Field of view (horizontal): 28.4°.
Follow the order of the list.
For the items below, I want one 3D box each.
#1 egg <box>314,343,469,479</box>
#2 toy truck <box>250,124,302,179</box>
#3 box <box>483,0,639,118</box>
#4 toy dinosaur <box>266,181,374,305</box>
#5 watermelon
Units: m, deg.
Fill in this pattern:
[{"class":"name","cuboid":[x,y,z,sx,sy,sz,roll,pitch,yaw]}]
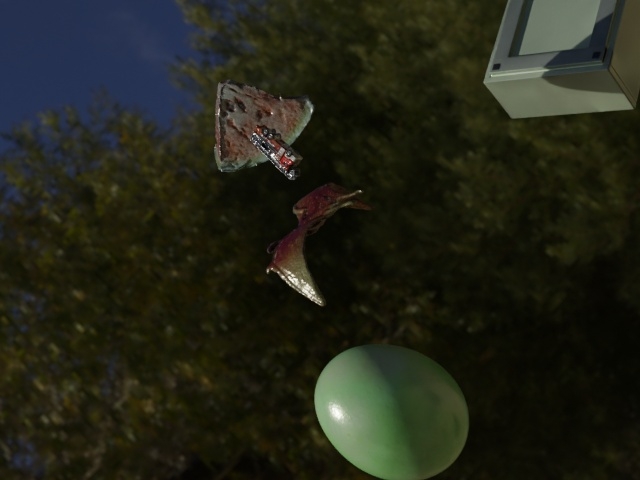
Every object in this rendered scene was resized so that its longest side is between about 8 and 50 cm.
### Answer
[{"class":"egg","cuboid":[0.120,0.289,2.142,0.220,0.269,0.220,-62,-4,-7]},{"class":"toy truck","cuboid":[-0.053,-0.111,1.573,0.032,0.083,0.024,-55,-22,19]},{"class":"box","cuboid":[0.409,-0.332,2.076,0.117,0.225,0.225,41,-123,-44]},{"class":"toy dinosaur","cuboid":[0.005,-0.002,2.112,0.206,0.113,0.327,-41,14,2]},{"class":"watermelon","cuboid":[-0.101,-0.195,1.943,0.187,0.139,0.071,-31,13,17]}]
